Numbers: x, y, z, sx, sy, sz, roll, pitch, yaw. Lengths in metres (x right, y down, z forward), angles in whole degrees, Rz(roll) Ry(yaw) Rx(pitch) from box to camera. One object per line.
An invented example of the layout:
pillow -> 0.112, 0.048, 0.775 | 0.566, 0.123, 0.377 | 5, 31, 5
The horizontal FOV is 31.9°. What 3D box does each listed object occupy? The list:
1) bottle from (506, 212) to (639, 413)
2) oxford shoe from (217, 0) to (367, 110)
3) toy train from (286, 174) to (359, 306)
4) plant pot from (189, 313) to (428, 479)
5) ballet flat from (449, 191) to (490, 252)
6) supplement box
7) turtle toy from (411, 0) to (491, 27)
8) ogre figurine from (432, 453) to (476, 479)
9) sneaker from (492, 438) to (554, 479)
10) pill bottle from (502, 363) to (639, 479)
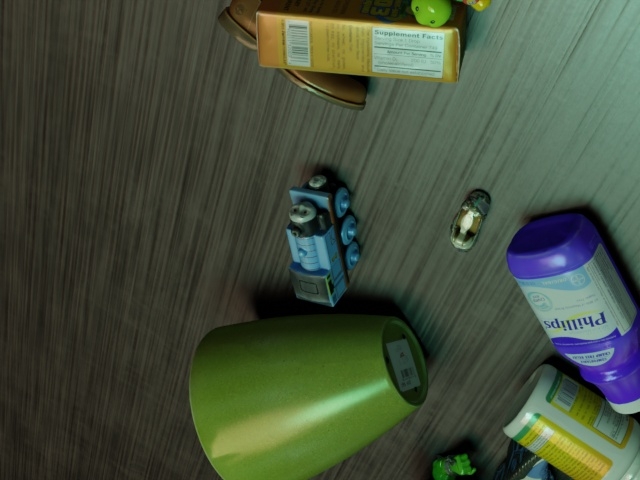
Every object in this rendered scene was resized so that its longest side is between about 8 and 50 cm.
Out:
bottle -> 0.343, 0.099, 1.423 | 0.118, 0.092, 0.283 | -11, 121, 40
oxford shoe -> -0.021, -0.238, 1.377 | 0.212, 0.076, 0.076 | 36, 112, -7
toy train -> 0.000, 0.000, 1.560 | 0.080, 0.105, 0.184 | 12, 135, 26
plant pot -> 0.003, 0.221, 1.683 | 0.293, 0.275, 0.275 | -20, 116, 27
ballet flat -> 0.189, -0.016, 1.463 | 0.041, 0.041, 0.114 | 27, 140, 11
supplement box -> 0.048, -0.236, 1.280 | 0.233, 0.078, 0.080 | 8, 130, 9
turtle toy -> 0.147, -0.283, 1.189 | 0.095, 0.066, 0.130 | 39, 115, -4
ogre figurine -> 0.221, 0.429, 1.802 | 0.197, 0.097, 0.118 | 61, 170, -13
sneaker -> 0.322, 0.353, 1.711 | 0.081, 0.080, 0.211 | 14, 141, 0
pill bottle -> 0.369, 0.273, 1.556 | 0.208, 0.117, 0.117 | 32, 140, 4
